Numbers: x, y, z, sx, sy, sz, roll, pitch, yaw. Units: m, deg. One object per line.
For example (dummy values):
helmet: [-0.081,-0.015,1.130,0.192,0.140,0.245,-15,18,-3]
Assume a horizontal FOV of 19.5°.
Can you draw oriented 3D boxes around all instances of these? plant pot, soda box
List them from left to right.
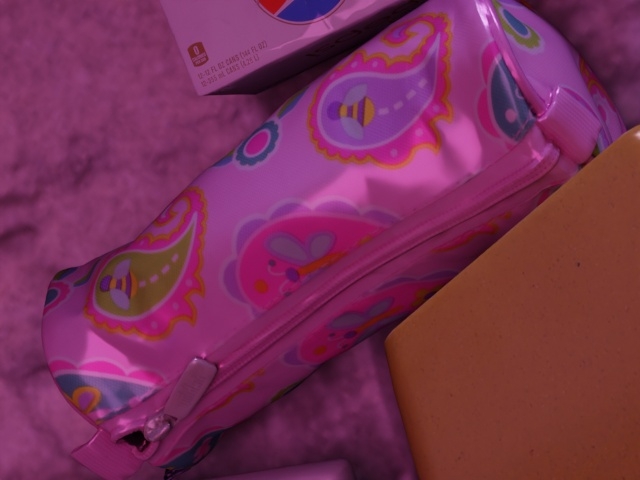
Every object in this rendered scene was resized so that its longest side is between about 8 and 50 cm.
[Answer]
soda box: [0.032,-0.140,0.843,0.216,0.069,0.073,-24,86,21]
plant pot: [0.152,0.072,0.760,0.212,0.212,0.187,-43,70,19]

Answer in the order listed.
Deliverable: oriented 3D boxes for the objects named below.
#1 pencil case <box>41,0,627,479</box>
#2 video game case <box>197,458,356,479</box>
pencil case: [0.000,0.000,0.841,0.284,0.124,0.124,-35,84,21]
video game case: [-0.062,0.218,0.902,0.227,0.026,0.206,-12,103,23]
